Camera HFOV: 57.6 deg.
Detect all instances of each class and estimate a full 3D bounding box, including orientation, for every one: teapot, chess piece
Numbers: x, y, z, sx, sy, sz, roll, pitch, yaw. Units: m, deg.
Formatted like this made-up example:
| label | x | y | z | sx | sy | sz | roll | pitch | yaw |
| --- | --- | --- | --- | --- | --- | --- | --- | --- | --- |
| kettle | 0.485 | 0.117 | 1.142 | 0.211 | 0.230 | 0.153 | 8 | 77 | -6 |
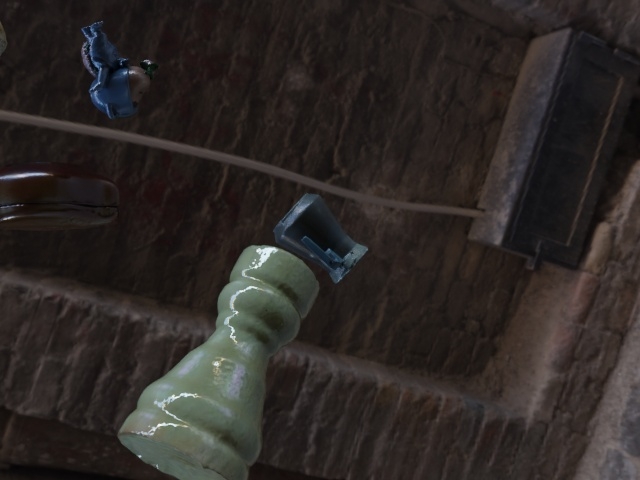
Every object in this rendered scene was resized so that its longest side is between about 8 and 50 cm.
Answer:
| label | x | y | z | sx | sy | sz | roll | pitch | yaw |
| --- | --- | --- | --- | --- | --- | --- | --- | --- | --- |
| teapot | 0.000 | 0.000 | 1.540 | 0.171 | 0.225 | 0.203 | -49 | 1 | 15 |
| chess piece | -0.158 | 0.226 | 1.101 | 0.442 | 0.234 | 0.234 | -63 | 5 | -36 |

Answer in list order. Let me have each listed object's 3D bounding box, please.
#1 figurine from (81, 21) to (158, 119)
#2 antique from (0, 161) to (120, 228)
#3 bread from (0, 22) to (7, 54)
| label | x | y | z | sx | sy | sz | roll | pitch | yaw |
| --- | --- | --- | --- | --- | --- | --- | --- | --- | --- |
| figurine | -0.383 | -0.328 | 1.115 | 0.114 | 0.144 | 0.178 | 33 | 144 | 62 |
| antique | -0.561 | -0.087 | 1.196 | 0.223 | 0.278 | 0.129 | 173 | 94 | -64 |
| bread | -0.306 | -0.177 | 0.428 | 0.082 | 0.106 | 0.125 | -46 | -26 | 5 |
